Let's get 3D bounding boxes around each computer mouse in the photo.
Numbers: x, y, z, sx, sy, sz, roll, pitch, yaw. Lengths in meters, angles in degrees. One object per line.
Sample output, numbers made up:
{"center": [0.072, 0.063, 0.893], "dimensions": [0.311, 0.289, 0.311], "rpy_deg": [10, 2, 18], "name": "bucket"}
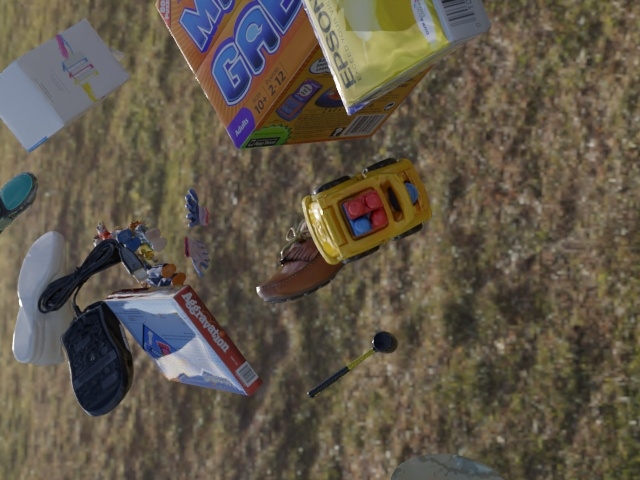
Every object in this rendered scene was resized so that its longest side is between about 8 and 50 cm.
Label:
{"center": [-0.305, 0.124, 1.406], "dimensions": [0.184, 0.060, 0.262], "rpy_deg": [-42, 54, 9], "name": "computer mouse"}

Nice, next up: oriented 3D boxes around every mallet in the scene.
{"center": [0.060, 0.226, 1.719], "dimensions": [0.189, 0.062, 0.039], "rpy_deg": [-38, 72, 14], "name": "mallet"}

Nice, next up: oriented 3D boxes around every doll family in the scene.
{"center": [-0.347, 0.050, 1.926], "dimensions": [0.163, 0.118, 0.263], "rpy_deg": [-4, 121, 53], "name": "doll family"}

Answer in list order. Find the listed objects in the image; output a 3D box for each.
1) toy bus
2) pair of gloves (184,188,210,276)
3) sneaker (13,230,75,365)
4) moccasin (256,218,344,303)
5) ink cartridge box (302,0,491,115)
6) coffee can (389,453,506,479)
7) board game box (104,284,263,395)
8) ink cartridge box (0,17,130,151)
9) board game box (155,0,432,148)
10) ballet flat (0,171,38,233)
{"center": [0.095, -0.059, 1.645], "dimensions": [0.211, 0.220, 0.150], "rpy_deg": [160, 87, -81], "name": "toy bus"}
{"center": [-0.287, -0.016, 2.227], "dimensions": [0.159, 0.023, 0.198], "rpy_deg": [45, -140, -75], "name": "pair of gloves"}
{"center": [-0.427, 0.094, 1.523], "dimensions": [0.080, 0.094, 0.212], "rpy_deg": [-1, 77, 41], "name": "sneaker"}
{"center": [0.002, 0.000, 2.035], "dimensions": [0.139, 0.380, 0.147], "rpy_deg": [-4, 121, 58], "name": "moccasin"}
{"center": [0.026, -0.311, 1.050], "dimensions": [0.307, 0.072, 0.304], "rpy_deg": [-22, 91, 59], "name": "ink cartridge box"}
{"center": [0.201, 0.522, 1.567], "dimensions": [0.201, 0.201, 0.276], "rpy_deg": [-134, 42, -61], "name": "coffee can"}
{"center": [-0.177, 0.120, 1.176], "dimensions": [0.145, 0.027, 0.281], "rpy_deg": [56, 155, -14], "name": "board game box"}
{"center": [-0.307, -0.189, 1.134], "dimensions": [0.092, 0.143, 0.090], "rpy_deg": [-24, 108, 43], "name": "ink cartridge box"}
{"center": [-0.015, -0.425, 1.745], "dimensions": [0.356, 0.356, 0.356], "rpy_deg": [-47, 64, 40], "name": "board game box"}
{"center": [-0.590, -0.068, 1.820], "dimensions": [0.188, 0.070, 0.070], "rpy_deg": [-33, 51, 23], "name": "ballet flat"}
